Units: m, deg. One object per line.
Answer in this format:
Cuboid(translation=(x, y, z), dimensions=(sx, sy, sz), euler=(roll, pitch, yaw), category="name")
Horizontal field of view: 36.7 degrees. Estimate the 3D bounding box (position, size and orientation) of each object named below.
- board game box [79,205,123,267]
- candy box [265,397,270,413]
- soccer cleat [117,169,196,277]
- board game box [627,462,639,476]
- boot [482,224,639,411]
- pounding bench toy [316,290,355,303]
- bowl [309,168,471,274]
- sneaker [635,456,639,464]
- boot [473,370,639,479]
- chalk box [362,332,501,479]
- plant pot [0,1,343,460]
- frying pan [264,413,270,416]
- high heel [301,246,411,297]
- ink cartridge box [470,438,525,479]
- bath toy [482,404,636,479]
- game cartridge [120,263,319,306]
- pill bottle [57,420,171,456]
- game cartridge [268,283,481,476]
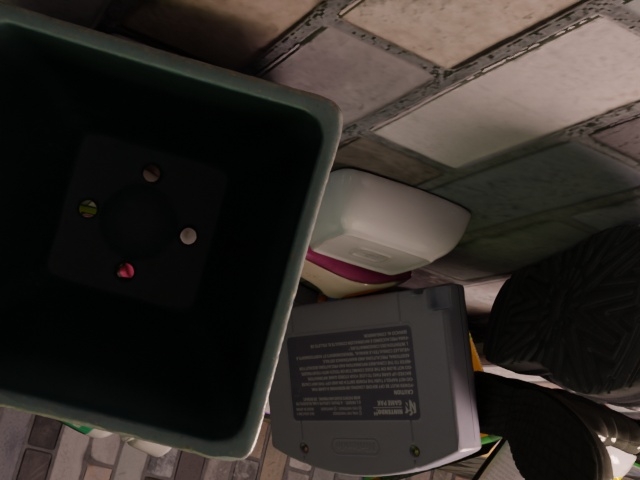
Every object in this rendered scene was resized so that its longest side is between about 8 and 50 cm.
Cuboid(translation=(-0.308, -0.002, 1.217), dimensions=(0.092, 0.043, 0.181), euler=(13, 164, 2), category="board game box")
Cuboid(translation=(-0.027, 0.226, 1.576), dimensions=(0.165, 0.070, 0.196), euler=(17, -167, -13), category="candy box")
Cuboid(translation=(-0.136, 0.003, 1.022), dimensions=(0.143, 0.116, 0.331), euler=(-9, 162, -2), category="soccer cleat")
Cuboid(translation=(0.508, 0.410, 1.934), dimensions=(0.242, 0.064, 0.316), euler=(25, 161, -35), category="board game box")
Cuboid(translation=(0.420, 0.134, 0.885), dimensions=(0.445, 0.146, 0.367), euler=(21, 175, -8), category="boot")
Cuboid(translation=(0.018, 0.099, 1.284), dimensions=(0.065, 0.052, 0.083), euler=(23, 161, -31), category="pounding bench toy")
Cuboid(translation=(0.051, -0.009, 0.891), dimensions=(0.142, 0.053, 0.142), euler=(17, 164, -19), category="bowl")
Cuboid(translation=(0.634, 0.401, 1.687), dimensions=(0.286, 0.130, 0.109), euler=(13, 166, 3), category="sneaker")
Cuboid(translation=(0.259, 0.187, 0.947), dimensions=(0.161, 0.083, 0.246), euler=(10, -173, -17), category="boot")
Cuboid(translation=(0.118, 0.213, 1.265), dimensions=(0.180, 0.179, 0.289), euler=(-17, 161, 1), category="chalk box")
Cuboid(translation=(-0.145, -0.010, 0.734), dimensions=(0.247, 0.247, 0.252), euler=(15, -178, -7), category="plant pot")
Cuboid(translation=(0.016, 0.271, 1.729), dimensions=(0.326, 0.053, 0.197), euler=(3, -164, 19), category="frying pan")
Cuboid(translation=(0.000, 0.000, 0.996), dimensions=(0.244, 0.117, 0.082), euler=(-1, 168, -38), category="high heel")
Cuboid(translation=(0.262, 0.277, 1.256), dimensions=(0.072, 0.307, 0.303), euler=(34, 179, 16), category="ink cartridge box")
Cuboid(translation=(0.373, 0.331, 1.688), dimensions=(0.348, 0.129, 0.151), euler=(2, -155, 39), category="bath toy")
Cuboid(translation=(-0.159, 0.071, 1.336), dimensions=(0.297, 0.062, 0.198), euler=(-1, 155, 40), category="game cartridge")
Cuboid(translation=(-0.354, 0.161, 1.405), dimensions=(0.361, 0.204, 0.204), euler=(31, 159, -16), category="pill bottle")
Cuboid(translation=(0.049, 0.159, 1.065), dimensions=(0.060, 0.196, 0.294), euler=(6, 169, -42), category="game cartridge")
